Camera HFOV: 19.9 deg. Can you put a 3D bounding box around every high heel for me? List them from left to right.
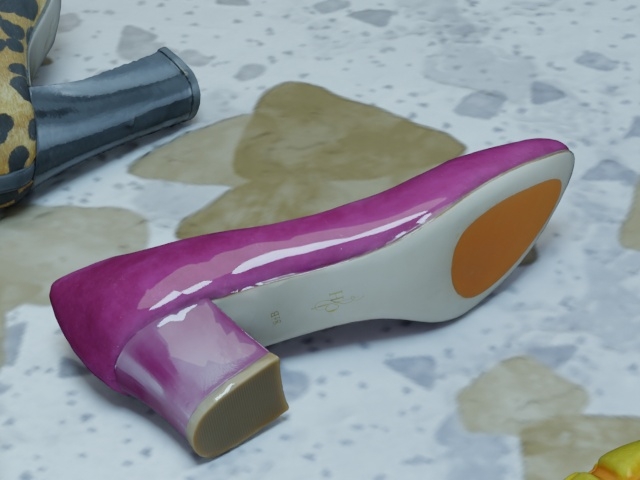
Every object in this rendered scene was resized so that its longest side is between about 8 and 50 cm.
[{"bbox_3d":[-0.216,-0.110,1.000,0.261,0.093,0.186,34,41,31],"label":"high heel"},{"bbox_3d":[0.000,0.000,0.831,0.244,0.082,0.117,-35,53,-21],"label":"high heel"}]

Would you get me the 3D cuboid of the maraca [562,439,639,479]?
[{"bbox_3d":[0.104,0.125,0.619,0.185,0.099,0.127,-20,24,23],"label":"maraca"}]
